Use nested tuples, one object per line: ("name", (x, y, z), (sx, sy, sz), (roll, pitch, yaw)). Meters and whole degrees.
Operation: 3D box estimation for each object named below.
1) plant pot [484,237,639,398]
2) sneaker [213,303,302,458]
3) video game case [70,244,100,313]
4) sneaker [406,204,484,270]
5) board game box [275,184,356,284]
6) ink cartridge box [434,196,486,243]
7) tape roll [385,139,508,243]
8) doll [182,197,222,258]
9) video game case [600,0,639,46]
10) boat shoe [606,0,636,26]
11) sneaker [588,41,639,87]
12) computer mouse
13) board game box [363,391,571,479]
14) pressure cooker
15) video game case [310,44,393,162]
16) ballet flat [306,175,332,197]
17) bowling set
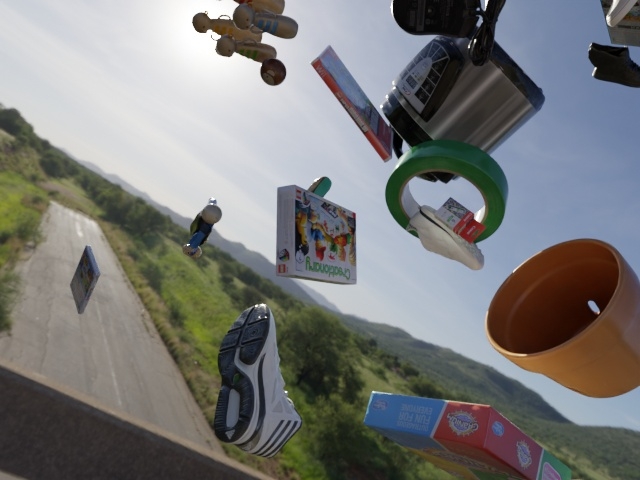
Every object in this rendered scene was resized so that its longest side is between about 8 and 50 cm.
("plant pot", (0.510, 0.169, 0.893), (0.203, 0.291, 0.291), (41, -10, -12))
("sneaker", (-0.173, 0.425, 1.354), (0.169, 0.447, 0.257), (-21, -51, 20))
("video game case", (-0.499, 0.083, 0.953), (0.011, 0.122, 0.087), (5, 38, -46))
("sneaker", (0.342, 0.007, 1.235), (0.235, 0.095, 0.090), (48, 25, 25))
("board game box", (0.000, 0.000, 1.066), (0.053, 0.193, 0.305), (-5, -11, 29))
("ink cartridge box", (0.351, -0.051, 1.133), (0.115, 0.063, 0.029), (42, -6, 25))
("tape roll", (0.342, -0.121, 1.240), (0.321, 0.077, 0.321), (18, -39, 15))
("doll", (-0.232, -0.028, 0.889), (0.046, 0.129, 0.189), (25, -26, -15))
("video game case", (0.726, -0.528, 1.063), (0.166, 0.015, 0.119), (41, 4, -37))
("boat shoe", (0.641, -0.542, 0.938), (0.063, 0.184, 0.066), (28, 12, 4))
("sneaker", (0.760, -0.444, 1.135), (0.170, 0.051, 0.089), (20, -29, 22))
("computer mouse", (0.296, -0.533, 1.054), (0.272, 0.072, 0.188), (28, -41, 27))
("board game box", (0.270, 0.377, 0.826), (0.316, 0.064, 0.242), (40, -33, -29))
("pressure cooker", (0.391, -0.383, 1.356), (0.375, 0.420, 0.370), (46, 27, 2))
("video game case", (0.088, -0.340, 1.107), (0.285, 0.025, 0.204), (49, 27, -19))
("ballet flat", (-0.038, -0.141, 1.557), (0.067, 0.206, 0.073), (1, -48, 53))
("bowling set", (-0.135, -0.410, 0.865), (0.154, 0.200, 0.287), (0, -17, -31))
